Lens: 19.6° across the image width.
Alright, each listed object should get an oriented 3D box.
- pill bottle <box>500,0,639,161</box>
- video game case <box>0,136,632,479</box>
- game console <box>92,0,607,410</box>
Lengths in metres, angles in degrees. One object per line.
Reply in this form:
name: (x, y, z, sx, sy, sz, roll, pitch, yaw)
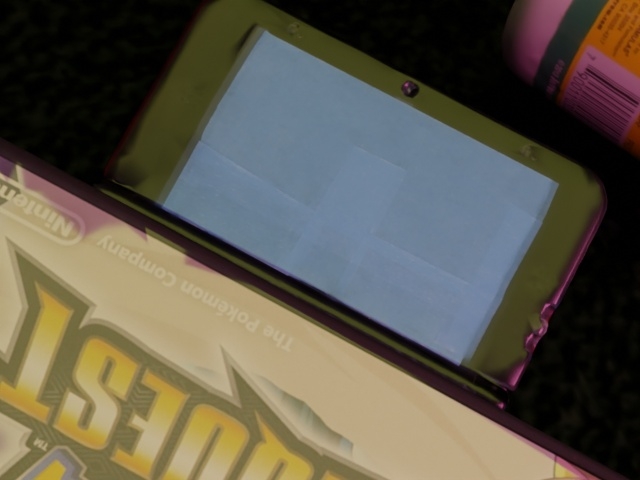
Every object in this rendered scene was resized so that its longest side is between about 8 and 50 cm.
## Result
pill bottle: (0.174, -0.049, 0.606, 0.208, 0.117, 0.117, 36, 55, 10)
video game case: (-0.040, 0.133, 0.437, 0.275, 0.035, 0.248, 29, 70, 4)
game console: (0.000, 0.000, 0.539, 0.144, 0.085, 0.124, 27, 19, 4)
